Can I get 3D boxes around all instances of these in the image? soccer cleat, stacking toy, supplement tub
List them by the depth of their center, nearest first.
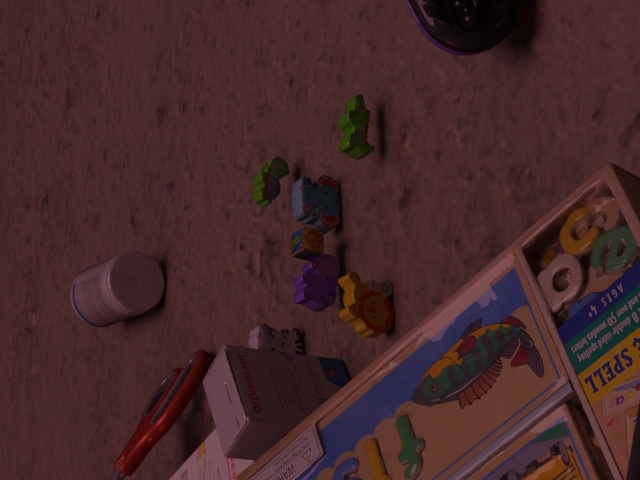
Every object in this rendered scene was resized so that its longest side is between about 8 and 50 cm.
[{"bbox_3d":[0.091,-0.262,1.451,0.116,0.108,0.318,106,155,-53],"label":"soccer cleat"},{"bbox_3d":[0.000,0.000,1.562,0.167,0.052,0.221,-29,55,51],"label":"stacking toy"},{"bbox_3d":[-0.225,0.054,1.901,0.107,0.071,0.071,-19,65,57],"label":"supplement tub"}]

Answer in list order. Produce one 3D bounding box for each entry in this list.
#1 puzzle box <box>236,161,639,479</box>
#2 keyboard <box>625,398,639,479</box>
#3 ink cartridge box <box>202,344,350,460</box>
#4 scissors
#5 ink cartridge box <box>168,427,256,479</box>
[{"bbox_3d":[0.114,0.171,1.208,0.409,0.052,0.272,-43,45,25],"label":"puzzle box"},{"bbox_3d":[0.260,0.189,1.000,0.201,0.033,0.317,10,93,36],"label":"keyboard"},{"bbox_3d":[-0.031,0.144,1.491,0.052,0.122,0.088,-57,37,33],"label":"ink cartridge box"},{"bbox_3d":[-0.200,0.232,1.717,0.297,0.021,0.109,-57,15,-26],"label":"scissors"},{"bbox_3d":[-0.070,0.233,1.586,0.198,0.067,0.115,-49,42,44],"label":"ink cartridge box"}]
